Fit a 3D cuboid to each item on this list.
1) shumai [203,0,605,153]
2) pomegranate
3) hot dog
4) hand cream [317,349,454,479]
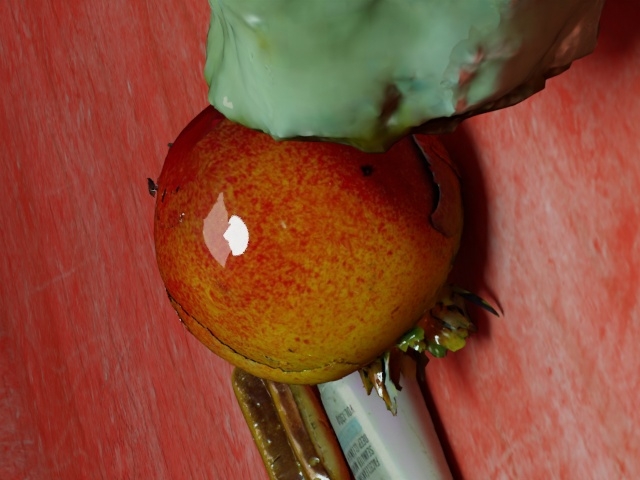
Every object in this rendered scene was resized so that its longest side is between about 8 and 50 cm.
[{"bbox_3d":[0.032,-0.213,0.783,0.324,0.397,0.323,33,155,33],"label":"shumai"},{"bbox_3d":[0.000,0.000,1.070,0.235,0.210,0.210,47,154,1],"label":"pomegranate"},{"bbox_3d":[-0.020,0.164,1.371,0.072,0.055,0.188,-41,58,30],"label":"hot dog"},{"bbox_3d":[0.066,0.193,1.146,0.312,0.070,0.111,69,152,25],"label":"hand cream"}]
